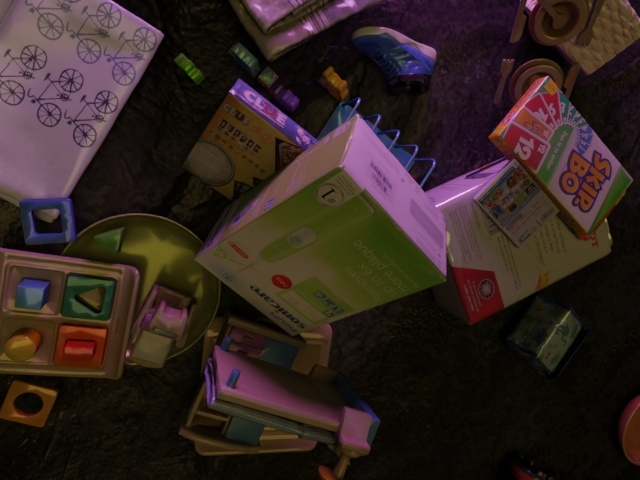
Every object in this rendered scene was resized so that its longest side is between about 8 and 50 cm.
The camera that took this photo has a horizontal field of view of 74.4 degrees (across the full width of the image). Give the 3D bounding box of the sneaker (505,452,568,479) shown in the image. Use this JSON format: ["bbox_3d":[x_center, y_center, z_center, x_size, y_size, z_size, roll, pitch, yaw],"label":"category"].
[{"bbox_3d":[0.512,0.591,0.946,0.276,0.097,0.135,31,91,-16],"label":"sneaker"}]

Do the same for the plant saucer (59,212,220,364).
[{"bbox_3d":[-0.280,0.075,0.660,0.240,0.037,0.241,-3,101,-15],"label":"plant saucer"}]

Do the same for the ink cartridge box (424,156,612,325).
[{"bbox_3d":[0.332,-0.023,0.759,0.306,0.131,0.226,-24,104,-11],"label":"ink cartridge box"}]

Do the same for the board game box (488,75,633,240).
[{"bbox_3d":[0.397,-0.123,0.679,0.259,0.039,0.124,41,86,-16],"label":"board game box"}]

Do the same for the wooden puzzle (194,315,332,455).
[{"bbox_3d":[-0.100,0.253,0.745,0.220,0.044,0.239,5,95,-16],"label":"wooden puzzle"}]

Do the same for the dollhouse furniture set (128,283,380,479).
[{"bbox_3d":[-0.127,0.225,0.548,0.286,0.303,0.198,24,89,-20],"label":"dollhouse furniture set"}]

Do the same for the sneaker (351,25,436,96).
[{"bbox_3d":[0.117,-0.284,0.688,0.152,0.058,0.085,9,90,-23],"label":"sneaker"}]

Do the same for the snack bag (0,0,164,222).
[{"bbox_3d":[-0.440,-0.242,0.556,0.342,0.037,0.323,32,91,-18],"label":"snack bag"}]

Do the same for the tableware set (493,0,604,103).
[{"bbox_3d":[0.375,-0.306,0.696,0.128,0.039,0.194,6,132,8],"label":"tableware set"}]

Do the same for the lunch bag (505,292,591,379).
[{"bbox_3d":[0.476,0.207,0.869,0.151,0.096,0.129,41,86,-33],"label":"lunch bag"}]

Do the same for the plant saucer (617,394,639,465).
[{"bbox_3d":[0.804,0.451,1.030,0.199,0.037,0.200,-3,102,-14],"label":"plant saucer"}]

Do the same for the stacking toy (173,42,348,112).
[{"bbox_3d":[-0.087,-0.249,0.645,0.221,0.052,0.167,43,86,-14],"label":"stacking toy"}]

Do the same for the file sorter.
[{"bbox_3d":[0.081,-0.131,0.684,0.170,0.104,0.118,33,91,-19],"label":"file sorter"}]

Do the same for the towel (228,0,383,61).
[{"bbox_3d":[-0.029,-0.463,0.590,0.312,0.056,0.324,-35,102,-12],"label":"towel"}]

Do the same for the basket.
[{"bbox_3d":[0.441,-0.380,0.712,0.167,0.103,0.113,36,129,-18],"label":"basket"}]

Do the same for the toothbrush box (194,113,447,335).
[{"bbox_3d":[0.000,0.000,0.590,0.283,0.122,0.206,-26,121,37],"label":"toothbrush box"}]

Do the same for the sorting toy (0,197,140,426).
[{"bbox_3d":[-0.374,0.115,0.597,0.195,0.047,0.348,11,98,-17],"label":"sorting toy"}]

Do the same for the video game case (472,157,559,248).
[{"bbox_3d":[0.311,-0.057,0.669,0.122,0.011,0.087,42,97,-16],"label":"video game case"}]

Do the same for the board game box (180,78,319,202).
[{"bbox_3d":[-0.065,-0.097,0.631,0.243,0.042,0.165,35,134,-19],"label":"board game box"}]
